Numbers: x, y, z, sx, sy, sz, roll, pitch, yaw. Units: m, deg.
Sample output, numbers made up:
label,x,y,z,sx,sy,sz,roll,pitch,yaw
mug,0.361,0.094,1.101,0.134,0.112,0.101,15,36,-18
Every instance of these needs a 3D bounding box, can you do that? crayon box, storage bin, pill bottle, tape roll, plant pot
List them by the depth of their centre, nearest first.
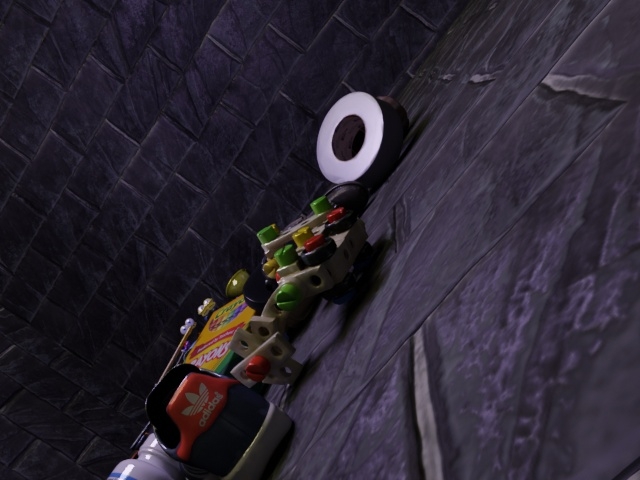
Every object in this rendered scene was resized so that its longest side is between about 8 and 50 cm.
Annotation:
label,x,y,z,sx,sy,sz,roll,pitch,yaw
pill bottle,-0.280,0.409,0.811,0.124,0.124,0.221,-48,7,46
crayon box,-0.158,0.194,1.009,0.202,0.081,0.319,-33,20,35
tape roll,0.089,-0.233,1.291,0.219,0.072,0.219,-10,76,46
plant pot,0.144,-0.291,1.469,0.165,0.167,0.167,-47,2,-25
storage bin,-0.505,0.604,1.687,0.135,0.091,0.098,-58,7,-34

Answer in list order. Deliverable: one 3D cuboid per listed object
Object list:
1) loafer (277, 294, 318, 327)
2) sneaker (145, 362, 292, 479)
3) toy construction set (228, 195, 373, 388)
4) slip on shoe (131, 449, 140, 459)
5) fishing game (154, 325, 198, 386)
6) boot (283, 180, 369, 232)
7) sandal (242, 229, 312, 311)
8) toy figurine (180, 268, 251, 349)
label,x,y,z,sx,sy,sz,roll,pitch,yaw
loafer,-0.035,0.101,0.996,0.050,0.056,0.148,-58,2,33
sneaker,-0.157,0.234,0.715,0.131,0.148,0.350,-57,6,-32
toy construction set,-0.034,0.051,0.799,0.215,0.151,0.328,-22,29,27
slip on shoe,-0.327,0.453,1.068,0.331,0.101,0.123,-52,7,32
fishing game,-0.239,0.282,1.144,0.189,0.041,0.264,-61,-27,-28
boot,0.000,0.000,1.167,0.263,0.091,0.229,-37,19,19
sandal,-0.068,0.034,1.008,0.254,0.097,0.055,-57,-36,-46
toy figurine,-0.301,0.290,1.963,0.362,0.191,0.217,-48,33,-22
